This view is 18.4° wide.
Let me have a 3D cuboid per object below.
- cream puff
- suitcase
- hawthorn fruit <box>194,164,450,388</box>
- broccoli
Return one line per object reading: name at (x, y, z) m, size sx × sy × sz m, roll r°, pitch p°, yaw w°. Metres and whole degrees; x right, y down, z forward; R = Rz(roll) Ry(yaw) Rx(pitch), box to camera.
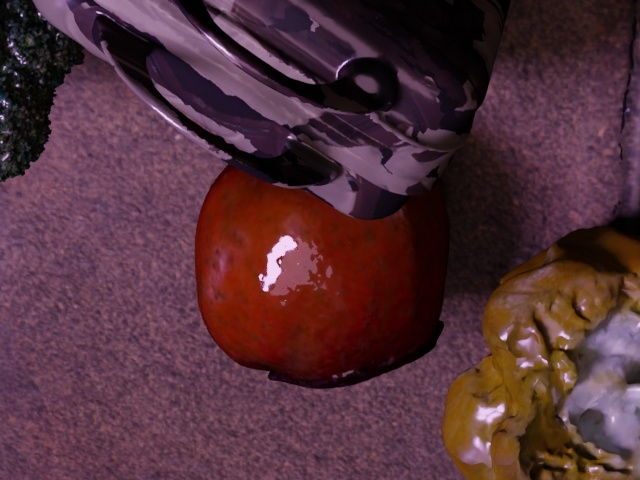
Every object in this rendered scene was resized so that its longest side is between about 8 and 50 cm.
cream puff at (0.275, 0.134, 1.663) m, size 0.323 × 0.270 × 0.274 m, roll 19°, pitch 161°, yaw 0°
suitcase at (-0.042, -0.173, 1.427) m, size 0.351 × 0.339 × 0.194 m, roll 32°, pitch 125°, yaw -11°
hawthorn fruit at (0.000, 0.000, 1.629) m, size 0.215 × 0.215 × 0.250 m, roll 10°, pitch 128°, yaw 6°
broccoli at (-0.319, -0.150, 1.590) m, size 0.297 × 0.298 × 0.297 m, roll 8°, pitch 157°, yaw 8°
